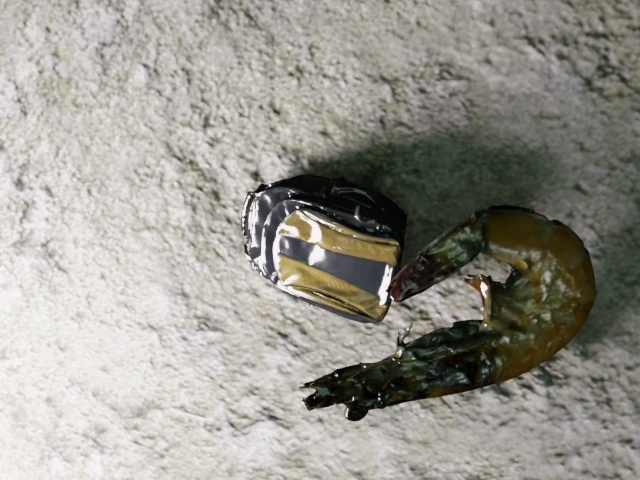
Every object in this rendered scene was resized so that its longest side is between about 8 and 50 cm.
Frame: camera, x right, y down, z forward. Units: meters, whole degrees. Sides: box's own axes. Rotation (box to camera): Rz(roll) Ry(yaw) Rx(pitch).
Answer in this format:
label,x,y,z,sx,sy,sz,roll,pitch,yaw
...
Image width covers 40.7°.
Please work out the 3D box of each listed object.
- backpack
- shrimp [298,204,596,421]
label,x,y,z,sx,sy,sz,roll,pitch,yaw
backpack,0.000,0.000,1.233,0.258,0.133,0.206,18,114,13
shrimp,0.170,0.110,1.167,0.444,0.085,0.272,-23,120,-4
